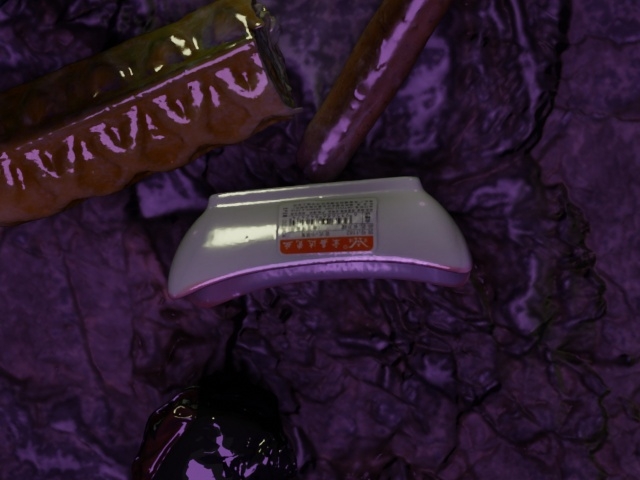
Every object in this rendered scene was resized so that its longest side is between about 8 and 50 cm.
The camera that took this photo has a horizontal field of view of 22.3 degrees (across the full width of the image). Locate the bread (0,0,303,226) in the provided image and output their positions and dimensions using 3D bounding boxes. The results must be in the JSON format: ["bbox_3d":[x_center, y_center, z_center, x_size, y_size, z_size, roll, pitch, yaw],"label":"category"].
[{"bbox_3d":[-0.149,-0.089,1.171,0.269,0.087,0.098,-21,108,9],"label":"bread"}]

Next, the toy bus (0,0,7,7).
[{"bbox_3d":[-0.345,-0.278,1.066,0.323,0.162,0.194,11,123,-2],"label":"toy bus"}]

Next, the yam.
[{"bbox_3d":[0.058,-0.152,1.165,0.046,0.046,0.264,31,105,-7],"label":"yam"}]

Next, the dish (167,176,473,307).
[{"bbox_3d":[0.000,0.000,1.169,0.212,0.151,0.077,-5,84,4],"label":"dish"}]

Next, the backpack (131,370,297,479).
[{"bbox_3d":[-0.083,0.159,1.200,0.106,0.165,0.120,30,97,-10],"label":"backpack"}]
